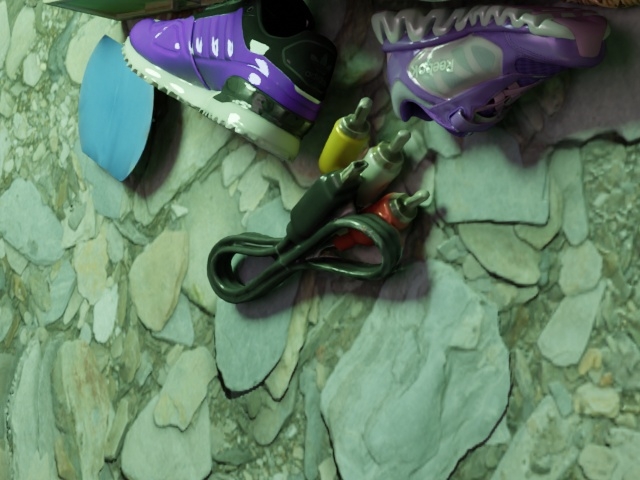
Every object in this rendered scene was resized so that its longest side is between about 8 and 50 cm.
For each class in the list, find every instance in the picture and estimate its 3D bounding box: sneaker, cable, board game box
[{"bbox_3d":[0.132,-0.133,1.188,0.236,0.095,0.104,7,96,53],"label":"sneaker"},{"bbox_3d":[0.000,0.000,1.358,0.139,0.072,0.287,61,142,13],"label":"cable"},{"bbox_3d":[-0.075,-0.182,1.424,0.293,0.102,0.146,34,96,49],"label":"sneaker"},{"bbox_3d":[-0.207,-0.140,1.607,0.168,0.033,0.133,34,115,51],"label":"board game box"}]

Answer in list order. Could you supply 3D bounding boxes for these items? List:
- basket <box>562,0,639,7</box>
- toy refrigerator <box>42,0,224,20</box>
[{"bbox_3d":[0.223,-0.285,1.008,0.299,0.213,0.223,11,92,49],"label":"basket"},{"bbox_3d":[-0.166,-0.282,1.528,0.269,0.102,0.094,0,85,48],"label":"toy refrigerator"}]
